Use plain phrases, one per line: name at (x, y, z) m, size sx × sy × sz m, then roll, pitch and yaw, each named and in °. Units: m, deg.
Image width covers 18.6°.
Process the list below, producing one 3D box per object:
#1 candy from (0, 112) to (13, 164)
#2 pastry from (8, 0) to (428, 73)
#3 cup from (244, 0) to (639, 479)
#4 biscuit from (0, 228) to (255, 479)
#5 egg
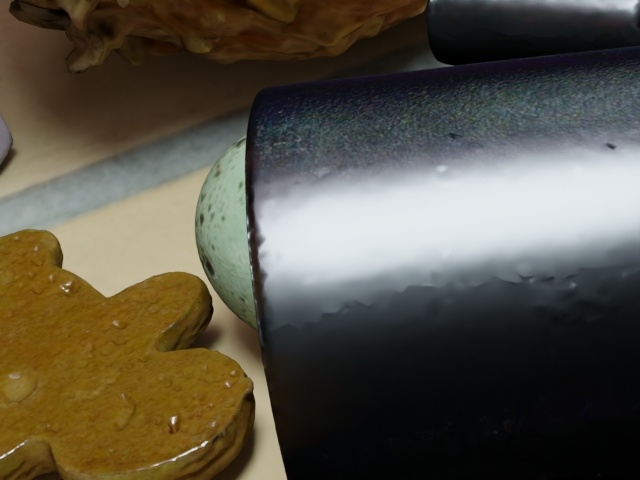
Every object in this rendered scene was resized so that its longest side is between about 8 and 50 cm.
candy at (-0.261, -0.033, 0.879) m, size 0.115 × 0.155 × 0.265 m, roll -5°, pitch 33°, yaw 30°
pastry at (-0.061, -0.240, 0.960) m, size 0.337 × 0.292 × 0.405 m, roll -10°, pitch 27°, yaw 19°
cup at (0.078, -0.015, 0.599) m, size 0.177 × 0.166 × 0.239 m, roll -10°, pitch 69°, yaw 9°
biscuit at (-0.102, 0.057, 0.760) m, size 0.205 × 0.031 × 0.138 m, roll 15°, pitch 45°, yaw 45°
egg at (0.000, 0.000, 0.741) m, size 0.085 × 0.085 × 0.110 m, roll -34°, pitch 47°, yaw -22°
